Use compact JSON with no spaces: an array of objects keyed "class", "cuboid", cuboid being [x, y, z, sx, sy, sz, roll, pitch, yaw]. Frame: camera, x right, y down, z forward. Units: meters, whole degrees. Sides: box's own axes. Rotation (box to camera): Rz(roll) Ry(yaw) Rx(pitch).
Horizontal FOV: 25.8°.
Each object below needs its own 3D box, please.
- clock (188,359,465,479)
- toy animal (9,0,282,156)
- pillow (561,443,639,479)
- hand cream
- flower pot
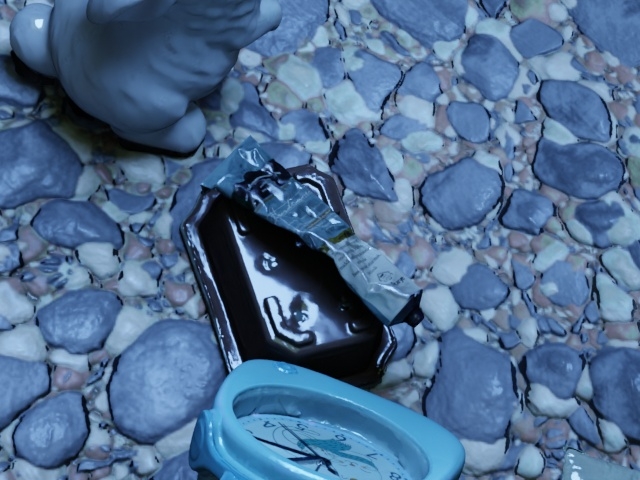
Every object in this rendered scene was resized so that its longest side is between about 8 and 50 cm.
[{"class":"clock","cuboid":[-0.005,0.199,1.183,0.224,0.094,0.274,21,16,11]},{"class":"toy animal","cuboid":[-0.152,-0.238,1.332,0.258,0.357,0.194,-4,67,-19]},{"class":"pillow","cuboid":[0.285,0.319,1.327,0.148,0.050,0.229,20,57,-9]},{"class":"hand cream","cuboid":[0.000,0.001,1.333,0.248,0.052,0.075,38,38,13]},{"class":"flower pot","cuboid":[-0.025,0.030,1.379,0.179,0.084,0.250,-12,66,-20]}]
